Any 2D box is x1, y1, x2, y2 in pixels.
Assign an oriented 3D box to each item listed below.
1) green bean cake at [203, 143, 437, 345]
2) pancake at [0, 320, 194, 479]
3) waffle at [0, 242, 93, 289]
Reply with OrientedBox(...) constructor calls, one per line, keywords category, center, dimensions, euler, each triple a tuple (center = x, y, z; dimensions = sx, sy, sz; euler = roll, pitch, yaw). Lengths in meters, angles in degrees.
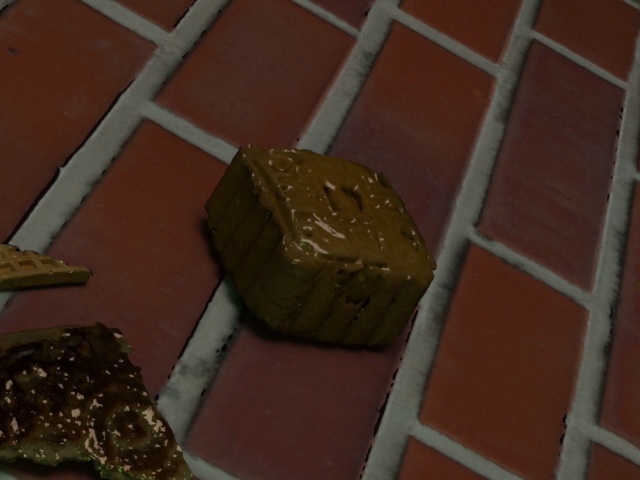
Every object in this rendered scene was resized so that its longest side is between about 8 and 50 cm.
OrientedBox(category="green bean cake", center=(0.000, 0.000, 1.971), dimensions=(0.224, 0.131, 0.230), euler=(8, 39, -35))
OrientedBox(category="pancake", center=(-0.236, 0.176, 1.626), dimensions=(0.244, 0.057, 0.266), euler=(40, 36, -2))
OrientedBox(category="waffle", center=(-0.320, 0.014, 1.787), dimensions=(0.152, 0.023, 0.097), euler=(-6, 48, -42))
